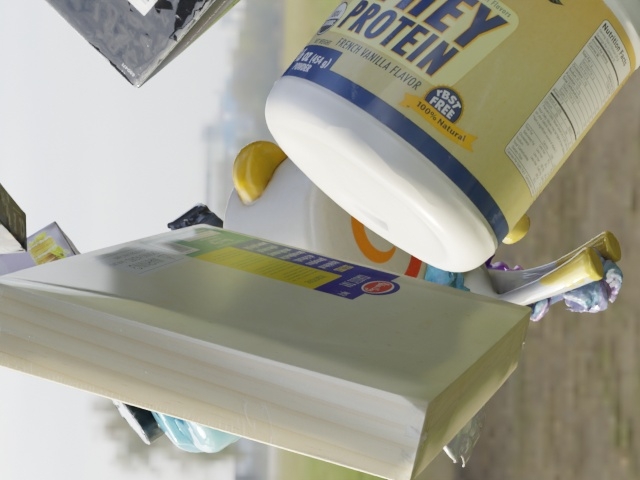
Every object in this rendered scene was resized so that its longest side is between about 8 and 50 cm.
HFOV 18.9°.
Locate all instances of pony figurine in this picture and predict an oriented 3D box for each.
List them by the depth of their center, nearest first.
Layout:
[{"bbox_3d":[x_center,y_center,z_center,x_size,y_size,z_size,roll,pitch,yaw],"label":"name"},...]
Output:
[{"bbox_3d":[0.184,0.064,2.390,0.351,0.363,0.303,47,-150,-38],"label":"pony figurine"}]

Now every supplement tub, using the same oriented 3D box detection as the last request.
[{"bbox_3d":[0.130,-0.157,1.587,0.316,0.228,0.228,-52,-5,-9],"label":"supplement tub"}]

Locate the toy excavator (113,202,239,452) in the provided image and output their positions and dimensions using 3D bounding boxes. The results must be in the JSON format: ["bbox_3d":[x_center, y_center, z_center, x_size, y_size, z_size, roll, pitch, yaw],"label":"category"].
[{"bbox_3d":[-0.117,0.124,2.249,0.445,0.222,0.433,38,159,46],"label":"toy excavator"}]

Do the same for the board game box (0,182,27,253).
[{"bbox_3d":[-0.375,-0.026,1.795,0.243,0.165,0.042,82,-176,-79],"label":"board game box"}]

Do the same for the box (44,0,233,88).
[{"bbox_3d":[-0.124,-0.372,2.173,0.296,0.183,0.294,-42,6,41],"label":"box"}]

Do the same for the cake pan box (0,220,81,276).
[{"bbox_3d":[-0.423,0.084,2.576,0.070,0.245,0.267,59,177,9],"label":"cake pan box"}]

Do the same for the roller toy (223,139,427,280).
[{"bbox_3d":[0.000,0.000,1.930,0.209,0.146,0.191,12,-109,-50],"label":"roller toy"}]

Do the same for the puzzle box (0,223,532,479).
[{"bbox_3d":[-0.020,0.060,1.269,0.409,0.272,0.052,-19,-58,-74],"label":"puzzle box"}]
